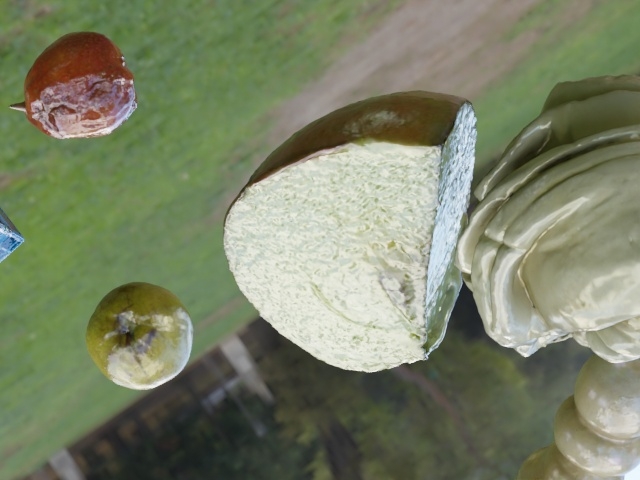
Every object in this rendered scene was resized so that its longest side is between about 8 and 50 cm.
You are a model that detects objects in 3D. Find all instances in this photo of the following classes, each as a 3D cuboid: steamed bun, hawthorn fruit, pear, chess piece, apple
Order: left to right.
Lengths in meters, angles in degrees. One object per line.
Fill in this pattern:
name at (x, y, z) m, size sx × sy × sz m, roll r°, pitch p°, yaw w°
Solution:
hawthorn fruit at (-0.373, -0.235, 2.369) m, size 0.179 × 0.173 × 0.173 m, roll -51°, pitch 176°, yaw 0°
pear at (-0.250, 0.132, 2.114) m, size 0.149 × 0.149 × 0.162 m, roll -35°, pitch 159°, yaw 0°
apple at (0.049, -0.018, 1.400) m, size 0.254 × 0.179 × 0.346 m, roll -28°, pitch 146°, yaw -19°
chess piece at (0.305, 0.226, 1.692) m, size 0.143 × 0.143 × 0.261 m, roll -30°, pitch 145°, yaw -47°
steamed bun at (0.241, -0.025, 1.312) m, size 0.276 × 0.203 × 0.289 m, roll -27°, pitch -166°, yaw 19°

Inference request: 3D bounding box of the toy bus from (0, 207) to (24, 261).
toy bus at (-0.471, 0.022, 1.896) m, size 0.185 × 0.090 × 0.106 m, roll -41°, pitch 160°, yaw 1°
